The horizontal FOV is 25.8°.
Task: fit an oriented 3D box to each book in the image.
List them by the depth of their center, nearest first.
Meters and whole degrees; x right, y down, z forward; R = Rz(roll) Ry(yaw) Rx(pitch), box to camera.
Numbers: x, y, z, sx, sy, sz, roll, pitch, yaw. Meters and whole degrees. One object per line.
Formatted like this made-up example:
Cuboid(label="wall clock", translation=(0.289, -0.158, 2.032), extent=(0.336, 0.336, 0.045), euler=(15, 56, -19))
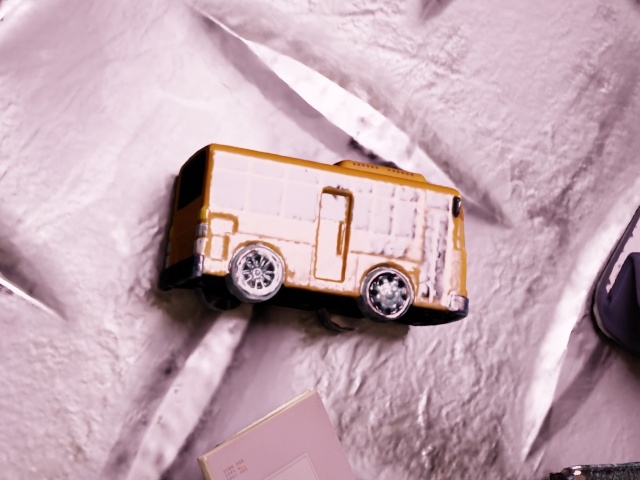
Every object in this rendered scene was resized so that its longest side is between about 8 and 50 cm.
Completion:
Cuboid(label="book", translation=(-0.007, 0.205, 0.954), extent=(0.127, 0.014, 0.181), euler=(-24, 91, -49))

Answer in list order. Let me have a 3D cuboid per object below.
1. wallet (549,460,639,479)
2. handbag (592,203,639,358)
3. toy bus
Cuboid(label="wallet", translation=(0.256, 0.325, 1.051), extent=(0.172, 0.045, 0.318), euler=(0, 82, -19))
Cuboid(label="handbag", translation=(0.403, 0.034, 1.119), extent=(0.326, 0.118, 0.269), euler=(35, 78, -14))
Cuboid(label="toy bus", translation=(0.000, 0.000, 0.974), extent=(0.201, 0.098, 0.114), euler=(9, 79, -19))
